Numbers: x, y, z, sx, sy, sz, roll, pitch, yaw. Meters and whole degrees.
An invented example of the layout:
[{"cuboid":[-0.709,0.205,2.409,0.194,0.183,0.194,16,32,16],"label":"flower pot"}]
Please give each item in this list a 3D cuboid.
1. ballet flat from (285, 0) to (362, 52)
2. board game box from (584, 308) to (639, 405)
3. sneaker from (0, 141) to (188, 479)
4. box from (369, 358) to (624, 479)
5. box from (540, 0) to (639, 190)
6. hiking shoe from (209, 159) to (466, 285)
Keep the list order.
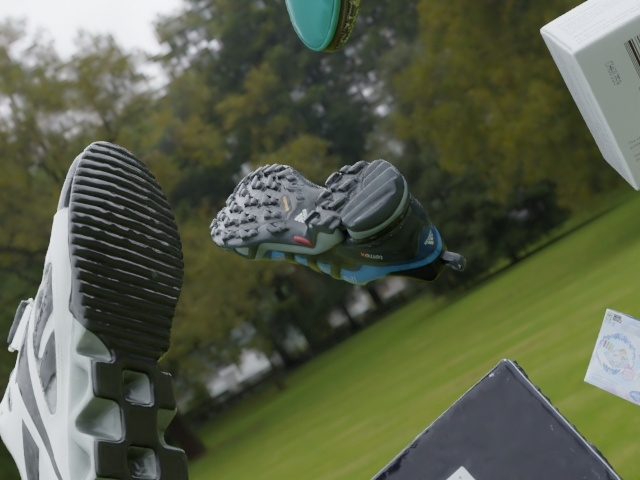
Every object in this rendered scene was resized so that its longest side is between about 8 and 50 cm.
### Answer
[{"cuboid":[0.006,-0.494,1.920,0.182,0.483,0.164,-36,39,-23],"label":"ballet flat"},{"cuboid":[0.353,0.134,1.604,0.020,0.090,0.090,11,9,-44],"label":"board game box"},{"cuboid":[-0.188,0.084,1.066,0.146,0.330,0.122,-21,-31,35],"label":"sneaker"},{"cuboid":[0.163,0.308,1.457,0.296,0.183,0.294,-42,-22,0],"label":"box"},{"cuboid":[0.362,-0.184,1.495,0.181,0.182,0.119,-30,23,4],"label":"box"},{"cuboid":[0.000,0.000,1.428,0.304,0.132,0.113,4,54,54],"label":"hiking shoe"}]
